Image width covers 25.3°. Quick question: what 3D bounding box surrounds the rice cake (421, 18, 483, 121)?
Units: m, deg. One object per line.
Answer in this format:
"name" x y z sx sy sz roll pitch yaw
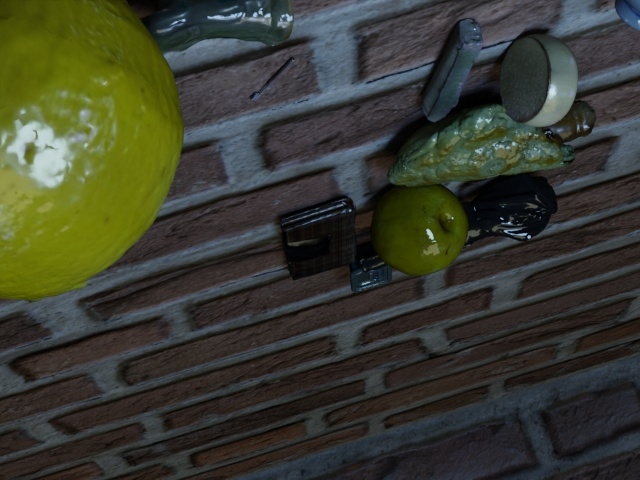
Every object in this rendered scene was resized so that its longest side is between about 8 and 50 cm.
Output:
"rice cake" 0.170 -0.219 1.873 0.036 0.047 0.206 3 153 -10

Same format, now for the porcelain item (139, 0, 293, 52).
"porcelain item" -0.142 -0.235 1.539 0.216 0.069 0.081 -11 171 -19

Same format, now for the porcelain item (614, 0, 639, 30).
"porcelain item" 0.430 -0.347 1.645 0.141 0.141 0.259 -6 148 -28

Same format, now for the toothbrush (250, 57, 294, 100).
"toothbrush" -0.060 -0.200 1.782 0.008 0.006 0.097 4 150 -37

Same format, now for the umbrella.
"umbrella" 0.222 -0.019 2.334 0.340 0.118 0.118 -22 159 11

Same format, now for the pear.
"pear" 0.152 -0.020 2.214 0.149 0.148 0.162 -5 176 -30

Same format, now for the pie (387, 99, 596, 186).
"pie" 0.239 -0.130 2.074 0.274 0.105 0.257 -4 165 -31

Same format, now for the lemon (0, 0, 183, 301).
"lemon" -0.324 -0.129 1.293 0.364 0.364 0.364 -16 159 -6

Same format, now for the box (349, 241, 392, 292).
"box" 0.081 0.043 2.445 0.074 0.054 0.099 -15 159 -3

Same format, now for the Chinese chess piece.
"Chinese chess piece" 0.286 -0.210 1.876 0.051 0.122 0.122 -1 154 -28

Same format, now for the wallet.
"wallet" 0.000 0.000 2.290 0.124 0.042 0.230 -19 161 -4
